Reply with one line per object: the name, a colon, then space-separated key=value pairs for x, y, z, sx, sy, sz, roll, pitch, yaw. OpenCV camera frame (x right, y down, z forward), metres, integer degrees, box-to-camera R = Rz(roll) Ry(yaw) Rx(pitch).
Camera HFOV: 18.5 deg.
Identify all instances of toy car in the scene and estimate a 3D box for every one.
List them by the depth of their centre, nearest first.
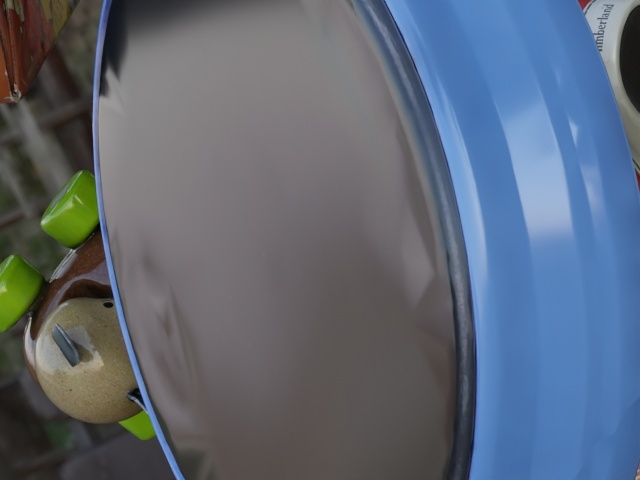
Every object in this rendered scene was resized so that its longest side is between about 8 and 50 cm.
toy car: x=-0.132 y=0.061 z=1.277 sx=0.149 sy=0.155 sz=0.188 roll=-50 pitch=14 yaw=5

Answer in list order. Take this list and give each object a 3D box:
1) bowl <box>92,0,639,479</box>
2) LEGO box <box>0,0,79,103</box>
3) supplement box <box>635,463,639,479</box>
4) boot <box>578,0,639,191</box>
bowl: x=0.000 y=0.000 z=0.898 sx=0.077 sy=0.391 sz=0.391 roll=-11 pitch=7 yaw=-28
LEGO box: x=-0.434 y=-0.206 z=1.346 sx=0.500 sy=0.193 sz=0.372 roll=-6 pitch=20 yaw=5
supplement box: x=0.210 y=0.114 z=1.099 sx=0.080 sy=0.104 sz=0.188 roll=10 pitch=5 yaw=-31
boot: x=0.140 y=-0.054 z=1.110 sx=0.176 sy=0.244 sz=0.088 roll=2 pitch=61 yaw=36
